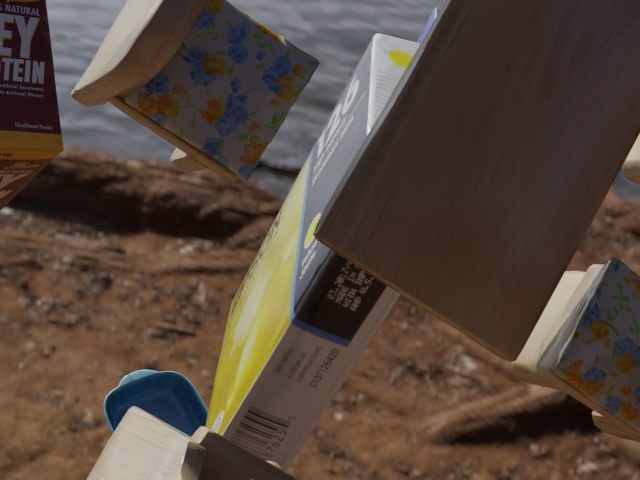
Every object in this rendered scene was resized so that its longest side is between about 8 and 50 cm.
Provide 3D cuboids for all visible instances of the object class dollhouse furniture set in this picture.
[{"bbox_3d":[0.068,0.011,0.611,0.362,0.394,0.256,33,-10,-17],"label":"dollhouse furniture set"}]

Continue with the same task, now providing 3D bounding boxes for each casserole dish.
[{"bbox_3d":[-0.170,0.231,1.531,0.114,0.037,0.188,-19,62,-27],"label":"casserole dish"}]

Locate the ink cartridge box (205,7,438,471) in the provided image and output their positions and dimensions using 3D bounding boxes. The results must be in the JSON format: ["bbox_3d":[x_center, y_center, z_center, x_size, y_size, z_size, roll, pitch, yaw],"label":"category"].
[{"bbox_3d":[0.000,0.000,1.064,0.072,0.303,0.307,20,36,-12],"label":"ink cartridge box"}]

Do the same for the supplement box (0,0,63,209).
[{"bbox_3d":[-0.347,-0.139,1.285,0.129,0.194,0.191,1,71,-34],"label":"supplement box"}]
